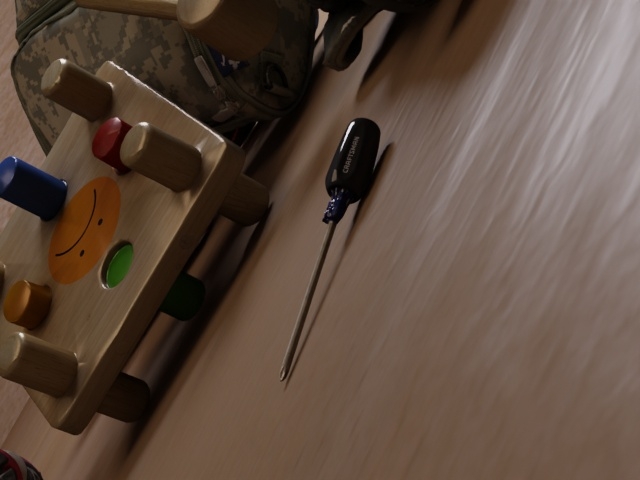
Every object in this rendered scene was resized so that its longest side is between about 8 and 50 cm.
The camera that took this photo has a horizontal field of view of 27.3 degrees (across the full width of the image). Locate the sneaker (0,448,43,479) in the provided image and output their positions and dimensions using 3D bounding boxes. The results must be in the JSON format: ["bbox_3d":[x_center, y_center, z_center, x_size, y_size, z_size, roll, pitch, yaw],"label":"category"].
[{"bbox_3d":[-0.310,0.317,1.083,0.299,0.121,0.112,-62,-19,-10],"label":"sneaker"}]

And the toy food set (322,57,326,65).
[{"bbox_3d":[0.048,-0.255,1.139,0.192,0.039,0.132,-63,11,-23],"label":"toy food set"}]

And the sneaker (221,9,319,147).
[{"bbox_3d":[-0.072,-0.188,1.433,0.221,0.083,0.087,-49,6,33],"label":"sneaker"}]

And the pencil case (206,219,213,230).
[{"bbox_3d":[-0.196,0.036,1.350,0.209,0.095,0.098,-55,-20,24],"label":"pencil case"}]

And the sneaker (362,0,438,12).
[{"bbox_3d":[0.097,-0.283,0.742,0.330,0.122,0.146,-63,9,-20],"label":"sneaker"}]

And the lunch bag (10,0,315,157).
[{"bbox_3d":[-0.151,-0.197,1.273,0.305,0.213,0.256,-21,71,42],"label":"lunch bag"}]

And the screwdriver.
[{"bbox_3d":[0.000,0.000,0.680,0.024,0.025,0.170,-47,15,52],"label":"screwdriver"}]

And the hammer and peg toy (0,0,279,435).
[{"bbox_3d":[-0.158,-0.052,1.070,0.361,0.127,0.266,-59,37,3],"label":"hammer and peg toy"}]

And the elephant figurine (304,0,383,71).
[{"bbox_3d":[0.016,-0.206,0.922,0.239,0.186,0.169,118,145,-69],"label":"elephant figurine"}]
